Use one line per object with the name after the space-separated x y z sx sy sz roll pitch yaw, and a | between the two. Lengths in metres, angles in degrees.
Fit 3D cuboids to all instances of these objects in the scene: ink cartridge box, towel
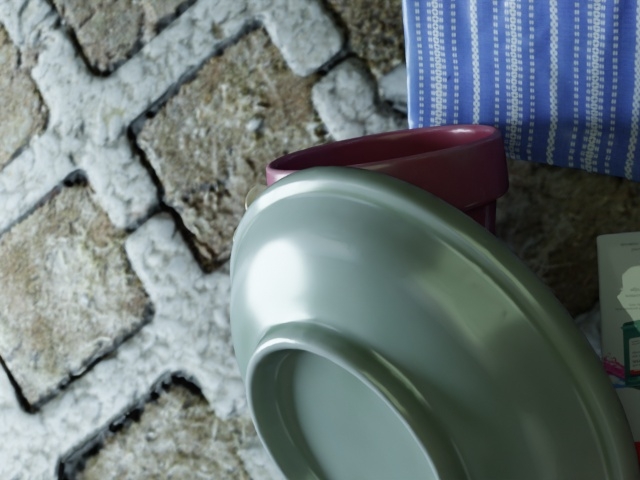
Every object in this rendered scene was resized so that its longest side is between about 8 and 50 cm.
0.272 0.115 1.015 0.078 0.134 0.231 -5 80 24 | ink cartridge box
0.216 -0.158 1.064 0.336 0.040 0.243 13 128 27 | towel

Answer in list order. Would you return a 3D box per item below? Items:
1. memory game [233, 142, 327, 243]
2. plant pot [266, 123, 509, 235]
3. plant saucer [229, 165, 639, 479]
0.000 0.000 1.231 0.186 0.012 0.186 -4 80 24 | memory game
0.066 0.006 1.101 0.201 0.201 0.180 -4 101 24 | plant pot
0.050 0.139 0.996 0.400 0.100 0.400 30 139 30 | plant saucer
